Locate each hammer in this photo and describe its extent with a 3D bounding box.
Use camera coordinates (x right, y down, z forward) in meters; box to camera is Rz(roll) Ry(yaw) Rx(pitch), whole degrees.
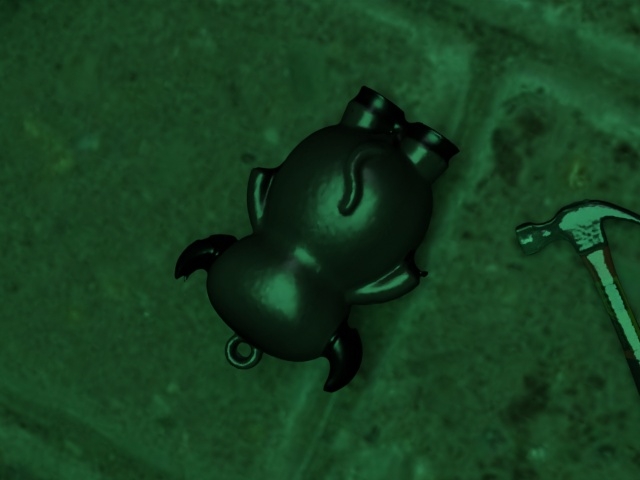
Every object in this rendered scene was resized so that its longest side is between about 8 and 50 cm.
[{"bbox_3d":[0.267,0.100,1.151,0.111,0.033,0.288,-23,88,13],"label":"hammer"}]

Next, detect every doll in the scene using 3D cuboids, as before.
[{"bbox_3d":[0.000,-0.001,1.162,0.182,0.117,0.257,35,98,11],"label":"doll"}]
